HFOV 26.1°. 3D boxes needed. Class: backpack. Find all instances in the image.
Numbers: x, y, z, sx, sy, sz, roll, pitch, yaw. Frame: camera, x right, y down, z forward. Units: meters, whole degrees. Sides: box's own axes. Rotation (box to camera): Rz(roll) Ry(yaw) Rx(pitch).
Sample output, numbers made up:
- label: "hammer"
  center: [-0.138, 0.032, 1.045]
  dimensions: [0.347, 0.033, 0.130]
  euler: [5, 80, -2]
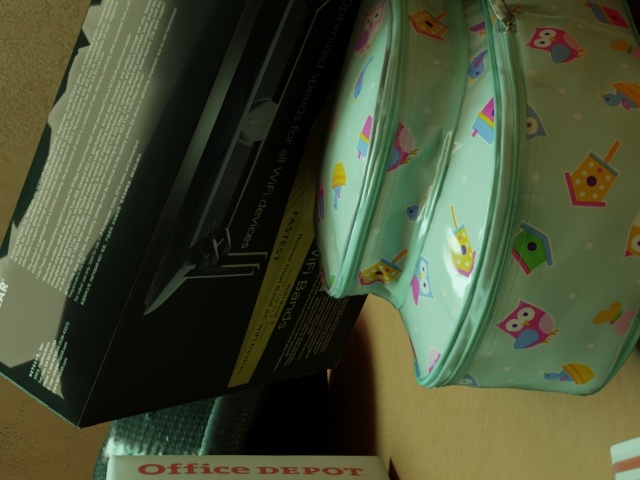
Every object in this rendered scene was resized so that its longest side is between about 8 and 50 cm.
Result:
- label: "backpack"
  center: [0.074, -0.027, 0.593]
  dimensions: [0.188, 0.144, 0.165]
  euler: [-106, 26, -53]

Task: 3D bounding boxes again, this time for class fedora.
- label: "fedora"
  center: [-0.105, 0.202, 1.254]
  dimensions: [0.334, 0.153, 0.334]
  euler: [12, -90, -75]

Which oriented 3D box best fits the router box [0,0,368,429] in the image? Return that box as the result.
- label: "router box"
  center: [-0.020, -0.072, 0.689]
  dimensions: [0.243, 0.081, 0.308]
  euler: [-2, -62, -61]

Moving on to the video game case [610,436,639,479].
- label: "video game case"
  center: [0.148, 0.197, 0.442]
  dimensions: [0.204, 0.025, 0.285]
  euler: [125, 146, -73]

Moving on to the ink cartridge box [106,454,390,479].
- label: "ink cartridge box"
  center: [-0.039, 0.266, 0.940]
  dimensions: [0.306, 0.226, 0.131]
  euler: [-117, 30, -69]
